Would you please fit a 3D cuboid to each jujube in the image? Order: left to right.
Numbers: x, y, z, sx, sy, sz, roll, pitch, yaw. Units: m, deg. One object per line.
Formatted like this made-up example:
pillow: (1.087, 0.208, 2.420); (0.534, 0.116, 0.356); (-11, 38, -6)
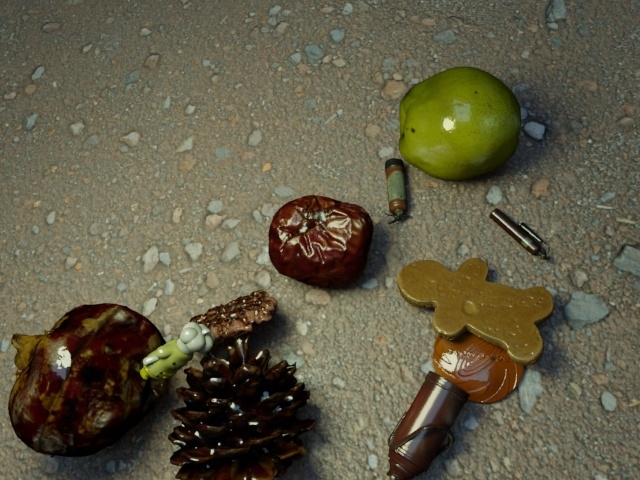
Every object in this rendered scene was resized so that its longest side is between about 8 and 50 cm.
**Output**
jujube: (0.000, 0.000, 1.283); (0.232, 0.213, 0.213); (10, 66, 10)

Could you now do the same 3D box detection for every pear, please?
pear: (0.332, -0.275, 1.313); (0.294, 0.294, 0.295); (-4, 64, 8)

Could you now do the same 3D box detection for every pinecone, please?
pinecone: (-0.160, 0.345, 1.113); (0.298, 0.242, 0.296); (-6, 68, -1)

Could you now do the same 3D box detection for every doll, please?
doll: (-0.281, 0.222, 1.099); (0.162, 0.106, 0.062); (-38, 64, 11)

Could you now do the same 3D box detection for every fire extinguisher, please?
fire extinguisher: (0.187, -0.120, 1.383); (0.062, 0.050, 0.177); (4, 63, -9)
fire extinguisher: (0.472, -0.014, 1.294); (0.049, 0.035, 0.173); (-16, 54, -42)

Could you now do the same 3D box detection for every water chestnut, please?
water chestnut: (-0.508, 0.273, 1.161); (0.346, 0.335, 0.335); (32, 73, 5)

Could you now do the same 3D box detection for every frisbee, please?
frisbee: (0.338, 0.248, 1.186); (0.191, 0.035, 0.192); (-5, 63, 9)

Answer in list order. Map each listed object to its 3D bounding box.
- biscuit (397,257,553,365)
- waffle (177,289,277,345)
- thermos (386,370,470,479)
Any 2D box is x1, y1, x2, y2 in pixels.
biscuit: (0.330, 0.137, 1.219); (0.339, 0.047, 0.216); (17, 55, 23)
waffle: (-0.207, 0.179, 1.237); (0.234, 0.221, 0.056); (-21, 101, -8)
thermos: (0.199, 0.385, 1.111); (0.232, 0.099, 0.124); (-57, 30, -10)
